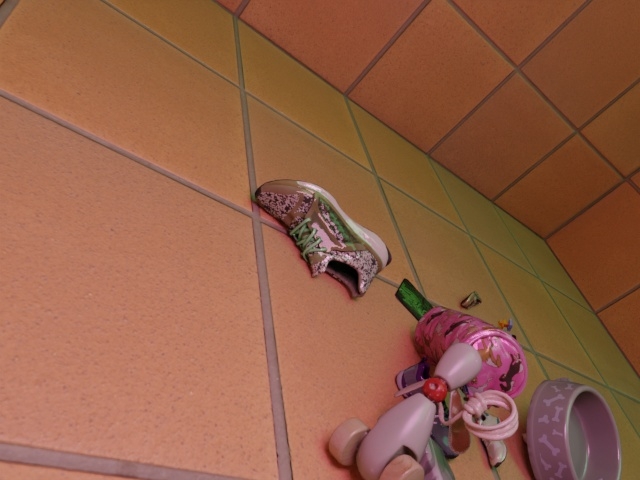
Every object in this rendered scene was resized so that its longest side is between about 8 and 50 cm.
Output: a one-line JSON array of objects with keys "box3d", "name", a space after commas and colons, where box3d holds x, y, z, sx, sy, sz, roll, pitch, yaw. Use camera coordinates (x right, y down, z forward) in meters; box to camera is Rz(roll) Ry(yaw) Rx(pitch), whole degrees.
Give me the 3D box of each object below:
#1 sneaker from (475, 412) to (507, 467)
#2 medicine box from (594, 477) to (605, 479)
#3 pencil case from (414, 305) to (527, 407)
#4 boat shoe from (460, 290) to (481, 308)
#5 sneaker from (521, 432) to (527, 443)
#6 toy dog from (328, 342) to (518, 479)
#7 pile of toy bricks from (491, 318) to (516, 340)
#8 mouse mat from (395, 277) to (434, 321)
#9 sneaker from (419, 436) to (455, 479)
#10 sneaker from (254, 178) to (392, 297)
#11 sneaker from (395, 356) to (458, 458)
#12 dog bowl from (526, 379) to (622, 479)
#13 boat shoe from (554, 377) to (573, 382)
[{"box3d": [0.427, 0.504, 1.289, 0.075, 0.057, 0.161, 28, 29, 2], "name": "sneaker"}, {"box3d": [0.624, 0.705, 1.032, 0.263, 0.149, 0.289, 50, 23, 2], "name": "medicine box"}, {"box3d": [0.339, 0.263, 1.202, 0.160, 0.167, 0.386, 39, -1, -3], "name": "pencil case"}, {"box3d": [0.553, 0.221, 1.832, 0.048, 0.056, 0.153, 49, 20, 17], "name": "boat shoe"}, {"box3d": [0.676, 0.606, 1.457, 0.235, 0.090, 0.094, 26, 48, -27], "name": "sneaker"}, {"box3d": [0.185, 0.353, 0.937, 0.220, 0.334, 0.161, -122, -171, -49], "name": "toy dog"}, {"box3d": [0.583, 0.334, 1.690, 0.105, 0.118, 0.212, 14, 37, 8], "name": "pile of toy bricks"}, {"box3d": [0.312, 0.209, 1.566, 0.189, 0.007, 0.152, 46, 27, 2], "name": "mouse mat"}, {"box3d": [0.231, 0.492, 0.964, 0.115, 0.105, 0.281, 34, 29, -22], "name": "sneaker"}, {"box3d": [0.000, 0.000, 1.292, 0.410, 0.158, 0.182, 34, 47, -12], "name": "sneaker"}, {"box3d": [0.266, 0.385, 1.164, 0.083, 0.098, 0.223, 1, 51, -54], "name": "sneaker"}, {"box3d": [0.711, 0.558, 1.391, 0.349, 0.102, 0.348, 12, 70, -36], "name": "dog bowl"}, {"box3d": [0.829, 0.597, 1.679, 0.094, 0.109, 0.302, 53, 33, -21], "name": "boat shoe"}]
